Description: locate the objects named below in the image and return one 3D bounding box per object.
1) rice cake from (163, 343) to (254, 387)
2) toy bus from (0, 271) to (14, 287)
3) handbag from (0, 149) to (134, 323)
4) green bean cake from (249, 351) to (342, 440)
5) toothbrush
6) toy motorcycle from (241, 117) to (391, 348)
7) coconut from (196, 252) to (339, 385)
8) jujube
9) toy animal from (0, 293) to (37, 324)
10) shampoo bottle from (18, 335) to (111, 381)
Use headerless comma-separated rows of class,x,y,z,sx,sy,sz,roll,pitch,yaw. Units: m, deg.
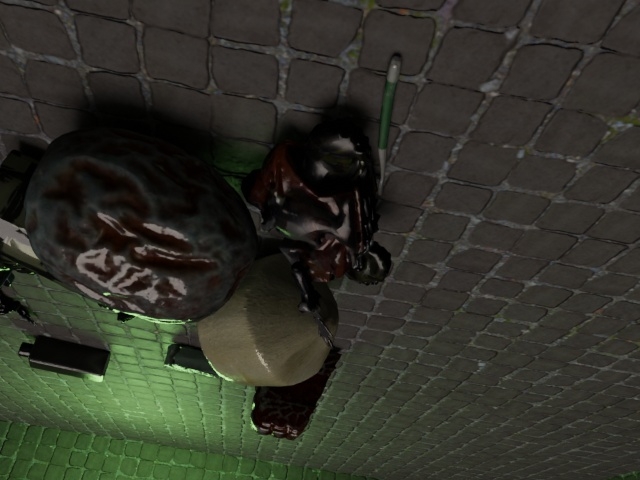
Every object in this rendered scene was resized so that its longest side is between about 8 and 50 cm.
rice cake,-0.268,0.360,1.594,0.337,0.066,0.063,20,147,-17
toy bus,-0.768,0.099,1.198,0.167,0.138,0.275,39,137,-23
handbag,-0.425,0.023,1.002,0.325,0.162,0.327,27,152,-23
green bean cake,-0.068,0.372,1.410,0.199,0.232,0.097,14,152,-1
toothbrush,0.083,-0.137,0.744,0.024,0.018,0.257,12,150,6
toy motorcycle,0.000,0.000,0.844,0.207,0.134,0.400,4,136,23
coconut,-0.085,0.147,1.043,0.266,0.237,0.237,-18,140,34
jujube,-0.238,-0.018,0.790,0.308,0.246,0.215,17,158,-19
toy animal,-0.799,0.164,1.419,0.108,0.062,0.220,-18,143,7
shampoo bottle,-0.753,0.346,1.671,0.246,0.080,0.079,16,146,-14
